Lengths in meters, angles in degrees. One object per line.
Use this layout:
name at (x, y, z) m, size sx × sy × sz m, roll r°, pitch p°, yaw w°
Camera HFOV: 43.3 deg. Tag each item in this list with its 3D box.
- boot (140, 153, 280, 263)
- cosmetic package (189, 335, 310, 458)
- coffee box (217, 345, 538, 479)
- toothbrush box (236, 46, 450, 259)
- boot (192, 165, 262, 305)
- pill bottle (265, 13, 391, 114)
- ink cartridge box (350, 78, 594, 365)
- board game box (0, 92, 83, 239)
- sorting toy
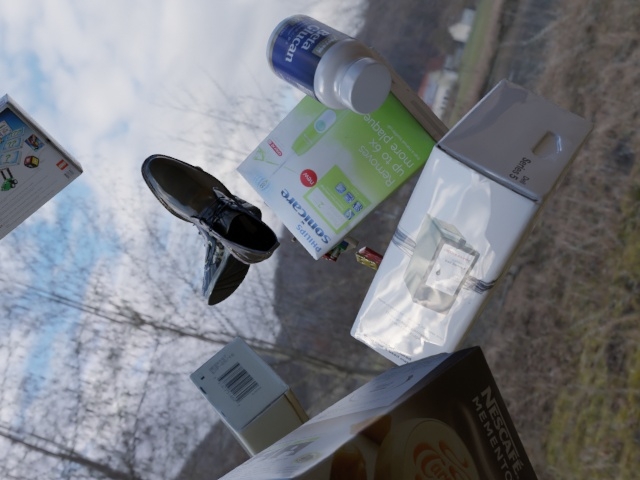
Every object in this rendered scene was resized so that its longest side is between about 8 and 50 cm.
boot at (-0.144, -0.049, 1.097) m, size 0.082 × 0.219 × 0.106 m, roll -56°, pitch 15°, yaw -13°
cosmetic package at (-0.087, 0.321, 1.379) m, size 0.113 × 0.160 × 0.309 m, roll -40°, pitch -42°, yaw -14°
coffee box at (0.049, 0.185, 0.583) m, size 0.247 × 0.098 × 0.141 m, roll -22°, pitch -92°, yaw -51°
toothbrush box at (0.039, -0.141, 1.311) m, size 0.283 × 0.206 × 0.122 m, roll -42°, pitch -3°, yaw 26°
boot at (-0.214, -0.010, 1.555) m, size 0.085 × 0.179 × 0.236 m, roll -17°, pitch -42°, yaw -48°
pill bottle at (0.012, -0.229, 1.059) m, size 0.094 × 0.169 × 0.094 m, roll -25°, pitch -46°, yaw -30°
ink cartridge box at (0.160, -0.010, 0.867) m, size 0.198 × 0.115 × 0.272 m, roll -44°, pitch -19°, yaw -47°
board game box at (-0.622, -0.102, 1.489) m, size 0.305 × 0.193 × 0.053 m, roll -38°, pitch 37°, yaw 2°
sorting toy at (0.000, 0.000, 1.574) m, size 0.046 × 0.275 × 0.132 m, roll -62°, pitch 9°, yaw -13°
